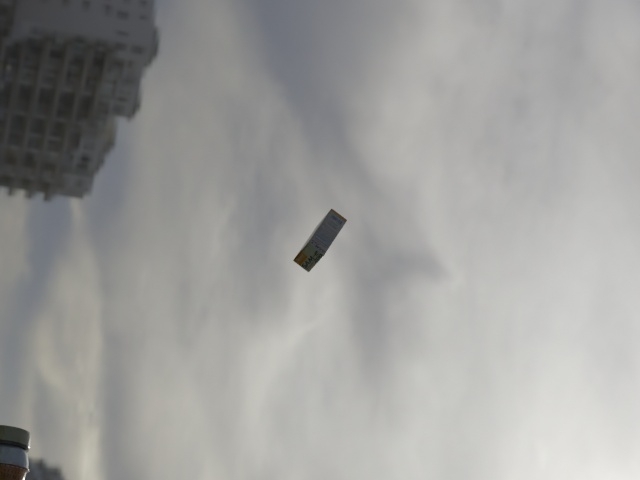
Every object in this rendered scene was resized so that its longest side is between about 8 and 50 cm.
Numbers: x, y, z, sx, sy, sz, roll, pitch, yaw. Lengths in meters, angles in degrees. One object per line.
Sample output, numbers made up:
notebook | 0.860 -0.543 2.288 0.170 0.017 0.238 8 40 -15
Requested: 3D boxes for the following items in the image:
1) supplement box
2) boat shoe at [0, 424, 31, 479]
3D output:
supplement box | 0.000 0.000 2.093 0.062 0.036 0.098 -49 -175 49
boat shoe | -0.530 0.334 1.712 0.302 0.113 0.103 -19 -119 34
